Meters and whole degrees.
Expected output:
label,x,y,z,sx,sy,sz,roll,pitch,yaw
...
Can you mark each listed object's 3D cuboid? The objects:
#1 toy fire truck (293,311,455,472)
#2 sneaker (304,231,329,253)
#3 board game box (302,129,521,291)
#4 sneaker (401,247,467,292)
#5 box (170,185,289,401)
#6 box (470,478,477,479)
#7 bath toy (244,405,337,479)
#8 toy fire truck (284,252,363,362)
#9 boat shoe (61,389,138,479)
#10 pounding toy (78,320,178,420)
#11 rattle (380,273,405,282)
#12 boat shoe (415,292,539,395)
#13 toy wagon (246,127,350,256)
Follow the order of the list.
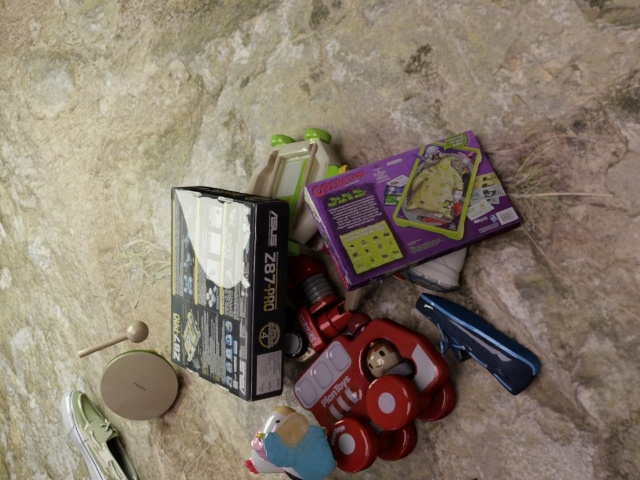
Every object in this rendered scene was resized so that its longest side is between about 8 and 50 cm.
label,x,y,z,sx,sy,sz,roll,pitch,yaw
toy fire truck,0.094,0.279,1.608,0.302,0.169,0.254,-52,59,24
sneaker,0.000,0.000,1.779,0.118,0.067,0.042,41,115,61
board game box,0.166,-0.059,1.524,0.346,0.056,0.208,-19,74,-14
sneaker,0.141,-0.009,1.588,0.297,0.111,0.129,25,78,-8
box,-0.197,0.097,1.726,0.318,0.097,0.395,11,103,48
box,0.266,0.491,1.571,0.083,0.018,0.067,-28,71,30
bath toy,-0.076,0.406,1.638,0.348,0.129,0.151,127,125,-70
toy fire truck,-0.003,0.103,1.716,0.246,0.158,0.217,-35,67,15
boat shoe,-0.545,0.499,2.089,0.094,0.109,0.302,-32,78,12
pounding toy,-0.444,0.305,2.008,0.182,0.110,0.237,-25,110,1
rattle,0.093,-0.011,1.698,0.142,0.130,0.200,-8,111,47
boat shoe,0.271,0.190,1.538,0.258,0.109,0.089,37,110,33
toy wagon,-0.044,-0.097,1.725,0.344,0.068,0.267,-2,69,50
